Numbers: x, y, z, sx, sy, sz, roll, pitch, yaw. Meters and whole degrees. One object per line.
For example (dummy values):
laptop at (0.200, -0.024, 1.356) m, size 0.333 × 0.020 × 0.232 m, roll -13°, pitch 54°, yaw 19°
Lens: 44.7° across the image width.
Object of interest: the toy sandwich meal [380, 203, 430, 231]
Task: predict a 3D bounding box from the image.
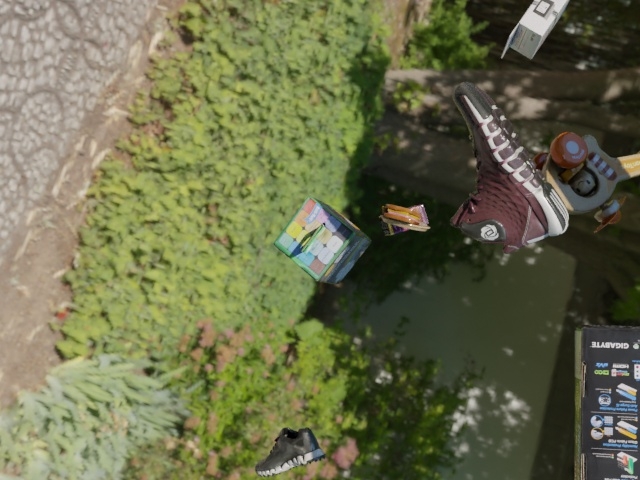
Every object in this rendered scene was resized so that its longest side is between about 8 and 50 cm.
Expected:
toy sandwich meal at (0.127, -0.036, 1.169) m, size 0.085 × 0.086 × 0.029 m, roll -18°, pitch 122°, yaw -77°

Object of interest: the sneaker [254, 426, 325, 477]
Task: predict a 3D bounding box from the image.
sneaker at (-0.089, 0.535, 1.992) m, size 0.078 × 0.234 × 0.106 m, roll -4°, pitch 70°, yaw -50°

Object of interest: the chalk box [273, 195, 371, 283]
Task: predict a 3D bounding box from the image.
chalk box at (0.000, 0.000, 1.643) m, size 0.132 × 0.132 × 0.213 m, roll -52°, pitch 163°, yaw 5°

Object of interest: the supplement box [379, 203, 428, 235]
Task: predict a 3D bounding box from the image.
supplement box at (0.168, -0.041, 1.574) m, size 0.055 × 0.083 × 0.043 m, roll 175°, pitch -103°, yaw -81°

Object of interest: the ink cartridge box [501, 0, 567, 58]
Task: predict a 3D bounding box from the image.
ink cartridge box at (0.471, -0.470, 1.688) m, size 0.180 × 0.060 × 0.104 m, roll -55°, pitch 170°, yaw -11°

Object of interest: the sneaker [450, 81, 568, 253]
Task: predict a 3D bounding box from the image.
sneaker at (0.251, -0.097, 1.229) m, size 0.163 × 0.281 × 0.106 m, roll -34°, pitch 179°, yaw 28°

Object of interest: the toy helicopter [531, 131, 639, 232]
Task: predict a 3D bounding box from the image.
toy helicopter at (0.688, -0.146, 1.844) m, size 0.140 × 0.355 × 0.234 m, roll 125°, pitch -51°, yaw -66°

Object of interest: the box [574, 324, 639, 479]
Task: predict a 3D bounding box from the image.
box at (0.529, 0.275, 1.144) m, size 0.073 × 0.296 × 0.293 m, roll 15°, pitch 76°, yaw -80°
